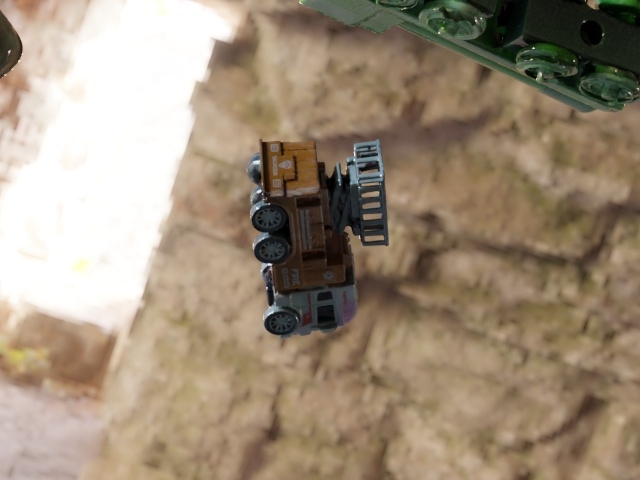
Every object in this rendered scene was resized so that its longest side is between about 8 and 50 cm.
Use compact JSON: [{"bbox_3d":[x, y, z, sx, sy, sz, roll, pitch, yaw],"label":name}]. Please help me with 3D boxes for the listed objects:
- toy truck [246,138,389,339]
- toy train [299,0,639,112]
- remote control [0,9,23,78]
[{"bbox_3d":[0.000,-0.001,1.592,0.115,0.178,0.080,-5,42,-1],"label":"toy truck"},{"bbox_3d":[0.111,-0.151,1.245,0.251,0.085,0.119,23,-17,-20],"label":"toy train"},{"bbox_3d":[-0.385,-0.098,1.535,0.090,0.309,0.038,50,-12,-2],"label":"remote control"}]
